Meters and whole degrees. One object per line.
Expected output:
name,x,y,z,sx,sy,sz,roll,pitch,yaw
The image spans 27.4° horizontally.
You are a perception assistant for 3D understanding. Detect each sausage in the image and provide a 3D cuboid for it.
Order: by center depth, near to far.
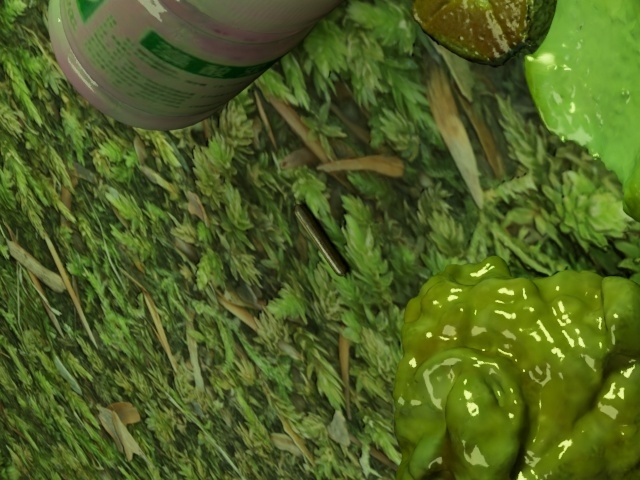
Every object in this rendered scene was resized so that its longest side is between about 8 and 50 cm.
sausage,0.000,0.000,1.428,0.100,0.015,0.015,56,148,3

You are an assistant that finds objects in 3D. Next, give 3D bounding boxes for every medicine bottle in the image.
medicine bottle,-0.099,-0.244,1.172,0.212,0.212,0.325,59,147,-2

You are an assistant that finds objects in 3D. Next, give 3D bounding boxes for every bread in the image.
bread,0.136,-0.204,1.017,0.128,0.069,0.140,28,134,37

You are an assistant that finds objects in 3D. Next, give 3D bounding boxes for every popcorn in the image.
popcorn,0.185,0.138,1.107,0.250,0.235,0.242,-3,97,41

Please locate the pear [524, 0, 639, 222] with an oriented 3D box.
pear,0.251,-0.150,0.756,0.286,0.176,0.282,53,151,40
